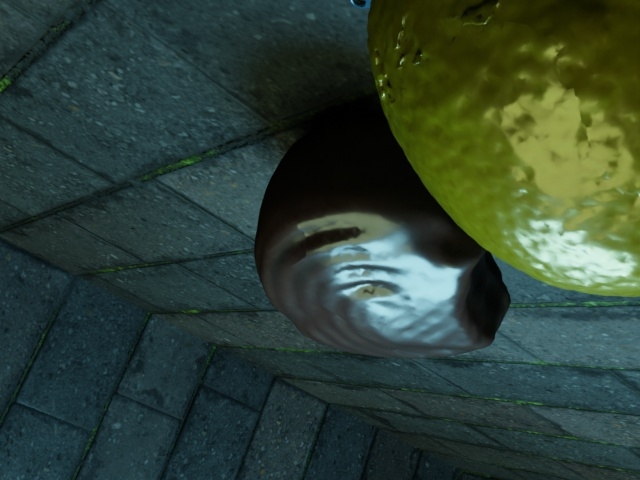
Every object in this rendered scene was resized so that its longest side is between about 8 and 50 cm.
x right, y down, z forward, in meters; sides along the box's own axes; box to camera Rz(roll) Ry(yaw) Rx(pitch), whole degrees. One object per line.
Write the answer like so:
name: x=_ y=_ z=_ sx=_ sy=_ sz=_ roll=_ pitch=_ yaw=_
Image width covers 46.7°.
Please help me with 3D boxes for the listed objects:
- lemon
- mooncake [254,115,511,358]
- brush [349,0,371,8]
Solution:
lemon: x=0.156 y=-0.105 z=0.431 sx=0.320 sy=0.245 sz=0.245 roll=41 pitch=155 yaw=-12
mooncake: x=0.083 y=0.021 z=0.861 sx=0.334 sy=0.174 sz=0.326 roll=23 pitch=146 yaw=-10
brush: x=0.092 y=-0.198 z=0.584 sx=0.164 sy=0.014 sz=0.051 roll=7 pitch=154 yaw=35
